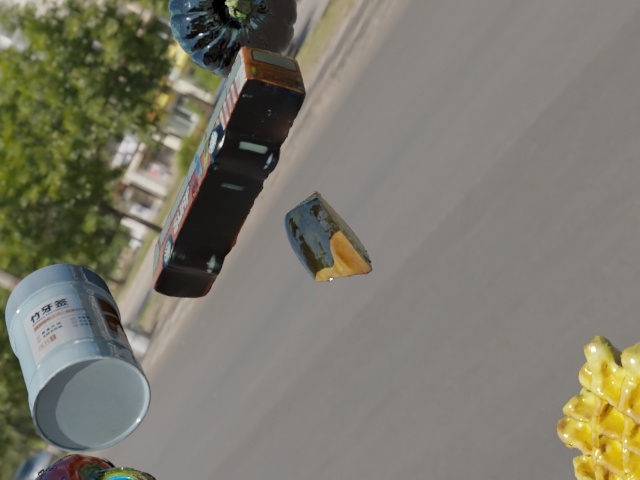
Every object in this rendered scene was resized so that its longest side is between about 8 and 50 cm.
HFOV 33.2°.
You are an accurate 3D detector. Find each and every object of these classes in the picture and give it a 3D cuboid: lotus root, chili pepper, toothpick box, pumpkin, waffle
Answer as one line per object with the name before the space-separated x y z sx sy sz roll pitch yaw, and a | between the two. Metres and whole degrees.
lotus root | 0.000 -0.004 1.634 0.095 0.135 0.159 -38 16 -1
chili pepper | -0.339 0.343 1.298 0.387 0.110 0.110 -35 21 27
toothpick box | -0.215 0.100 0.941 0.101 0.101 0.153 -61 35 16
pumpkin | -0.125 -0.334 1.566 0.150 0.194 0.194 24 87 42
waffle | 0.329 0.224 0.968 0.065 0.309 0.283 -19 -18 -23

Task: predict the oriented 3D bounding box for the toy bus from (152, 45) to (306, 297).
toy bus | -0.131 -0.074 1.430 0.092 0.093 0.409 -101 30 -41
